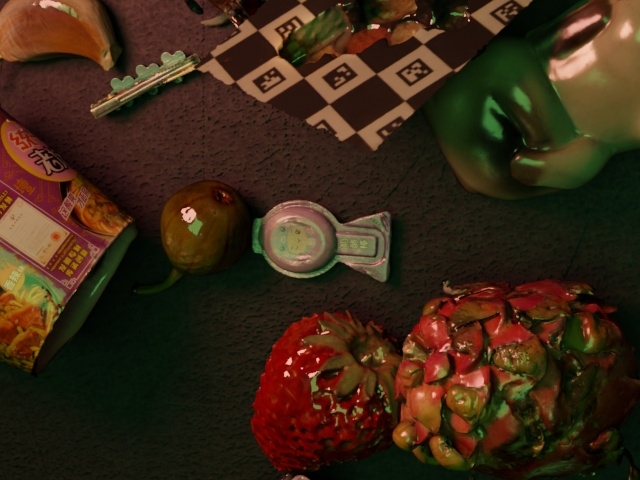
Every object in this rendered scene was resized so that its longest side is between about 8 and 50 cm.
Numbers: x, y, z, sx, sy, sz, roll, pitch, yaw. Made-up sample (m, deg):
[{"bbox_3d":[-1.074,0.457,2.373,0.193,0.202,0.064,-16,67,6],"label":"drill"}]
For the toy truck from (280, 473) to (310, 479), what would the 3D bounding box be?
[{"bbox_3d":[-0.114,0.469,1.613,0.176,0.178,0.363,50,119,5],"label":"toy truck"}]

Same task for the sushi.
[{"bbox_3d":[0.076,-0.237,1.419,0.339,0.068,0.320,-45,47,-18],"label":"sushi"}]

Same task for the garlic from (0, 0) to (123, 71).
[{"bbox_3d":[-0.378,-0.280,1.655,0.198,0.090,0.128,-9,107,12],"label":"garlic"}]

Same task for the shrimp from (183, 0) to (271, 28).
[{"bbox_3d":[-0.156,-0.409,1.541,0.221,0.166,0.410,-24,96,-10],"label":"shrimp"}]

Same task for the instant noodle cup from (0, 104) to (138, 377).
[{"bbox_3d":[-0.418,0.011,1.592,0.266,0.340,0.339,33,105,1],"label":"instant noodle cup"}]

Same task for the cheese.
[{"bbox_3d":[0.000,0.000,1.607,0.191,0.042,0.105,3,100,13],"label":"cheese"}]

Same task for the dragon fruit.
[{"bbox_3d":[0.219,0.177,1.443,0.291,0.250,0.269,-15,98,-21],"label":"dragon fruit"}]

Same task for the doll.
[{"bbox_3d":[0.301,-0.175,1.413,0.370,0.226,0.215,-29,124,13],"label":"doll"}]

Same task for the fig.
[{"bbox_3d":[-0.187,0.018,1.635,0.124,0.124,0.236,47,121,5],"label":"fig"}]

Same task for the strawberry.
[{"bbox_3d":[0.001,0.213,1.584,0.205,0.205,0.244,44,128,6],"label":"strawberry"}]

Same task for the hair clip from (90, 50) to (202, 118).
[{"bbox_3d":[-0.238,-0.216,1.644,0.173,0.049,0.049,-24,91,12],"label":"hair clip"}]
